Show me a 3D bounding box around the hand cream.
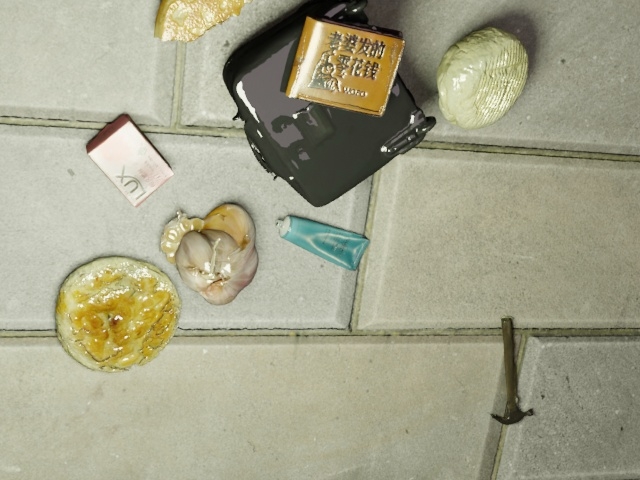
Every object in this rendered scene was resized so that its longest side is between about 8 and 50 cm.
[{"bbox_3d":[0.000,0.000,2.090,0.224,0.048,0.083,19,101,-28],"label":"hand cream"}]

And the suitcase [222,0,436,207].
[{"bbox_3d":[0.005,-0.270,1.903,0.339,0.188,0.345,-36,118,-3],"label":"suitcase"}]

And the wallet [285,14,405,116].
[{"bbox_3d":[0.049,-0.320,1.780,0.195,0.042,0.161,9,111,-18],"label":"wallet"}]

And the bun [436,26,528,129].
[{"bbox_3d":[0.319,-0.335,2.005,0.220,0.134,0.220,-27,139,-27],"label":"bun"}]

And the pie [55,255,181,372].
[{"bbox_3d":[-0.420,0.155,2.009,0.274,0.055,0.274,-8,118,-15],"label":"pie"}]

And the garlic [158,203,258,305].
[{"bbox_3d":[-0.234,0.015,1.938,0.207,0.256,0.207,-3,77,11],"label":"garlic"}]

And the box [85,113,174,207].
[{"bbox_3d":[-0.372,-0.156,1.901,0.111,0.060,0.156,-39,116,2],"label":"box"}]

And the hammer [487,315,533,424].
[{"bbox_3d":[0.460,0.317,2.361,0.125,0.027,0.297,-14,114,-17],"label":"hammer"}]

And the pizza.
[{"bbox_3d":[-0.214,-0.457,1.833,0.246,0.058,0.127,-45,115,1],"label":"pizza"}]
